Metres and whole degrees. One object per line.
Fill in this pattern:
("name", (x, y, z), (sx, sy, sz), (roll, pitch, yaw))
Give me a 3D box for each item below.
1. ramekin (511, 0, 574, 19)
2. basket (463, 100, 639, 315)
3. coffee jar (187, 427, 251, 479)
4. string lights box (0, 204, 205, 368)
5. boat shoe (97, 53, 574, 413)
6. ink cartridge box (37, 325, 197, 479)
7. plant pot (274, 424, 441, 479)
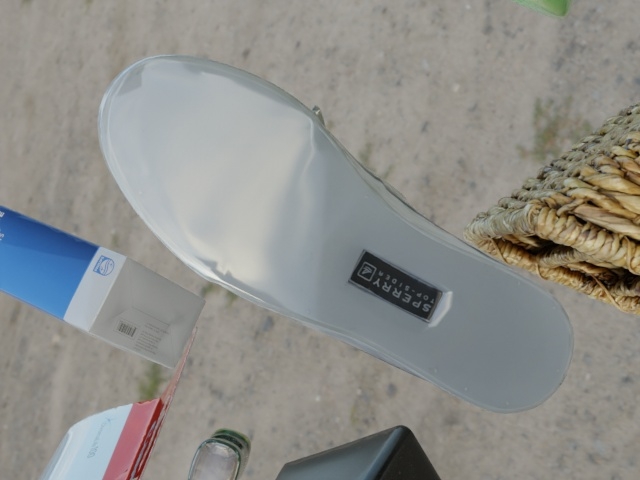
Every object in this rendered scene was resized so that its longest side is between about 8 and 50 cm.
("ramekin", (0.035, -0.257, 0.575), (0.148, 0.303, 0.303), (-65, 31, 15))
("basket", (0.278, 0.008, 0.830), (0.223, 0.213, 0.299), (-35, 0, -4))
("coffee jar", (-0.166, 0.371, 1.687), (0.184, 0.079, 0.096), (51, -122, -87))
("string lights box", (-0.255, 0.033, 0.971), (0.260, 0.133, 0.076), (19, 79, 32))
("boat shoe", (0.006, -0.007, 0.726), (0.135, 0.367, 0.156), (-61, 14, -2))
("ink cartridge box", (-0.285, 0.299, 1.159), (0.385, 0.091, 0.308), (-58, 10, 28))
("plant pot", (0.032, 0.333, 1.038), (0.187, 0.188, 0.167), (-27, 9, 36))
